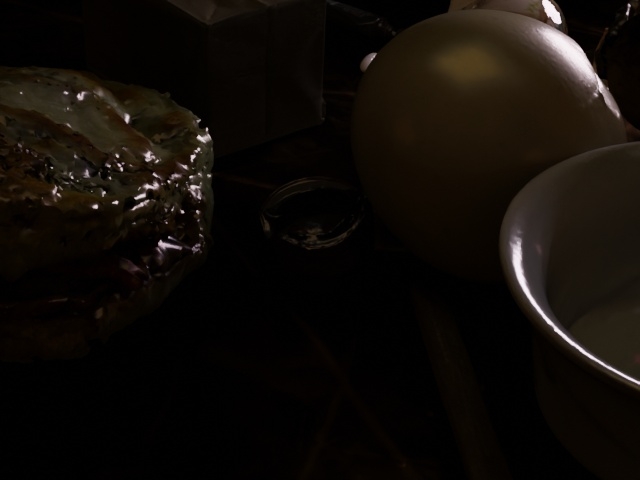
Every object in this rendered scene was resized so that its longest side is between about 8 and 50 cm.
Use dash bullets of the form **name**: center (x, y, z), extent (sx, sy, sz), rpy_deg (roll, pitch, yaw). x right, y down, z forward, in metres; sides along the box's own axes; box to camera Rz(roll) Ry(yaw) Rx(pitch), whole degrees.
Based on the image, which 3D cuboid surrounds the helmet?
- **helmet**: center (0.000, 0.000, 1.368), extent (0.098, 0.070, 0.123), rpy_deg (-14, 24, -5)

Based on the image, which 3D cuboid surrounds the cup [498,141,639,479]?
- **cup**: center (0.291, 0.082, 1.165), extent (0.347, 0.163, 0.347), rpy_deg (3, 34, -2)

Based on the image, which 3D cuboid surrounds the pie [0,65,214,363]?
- **pie**: center (-0.282, -0.054, 1.344), extent (0.395, 0.180, 0.418), rpy_deg (4, 25, 5)

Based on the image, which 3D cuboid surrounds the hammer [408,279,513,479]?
- **hammer**: center (0.111, 0.126, 1.189), extent (0.111, 0.043, 0.365), rpy_deg (18, 25, -16)

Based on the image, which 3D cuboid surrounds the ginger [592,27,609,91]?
- **ginger**: center (0.235, -0.125, 1.582), extent (0.089, 0.075, 0.288), rpy_deg (-2, 27, 43)

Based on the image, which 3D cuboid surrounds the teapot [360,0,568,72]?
- **teapot**: center (0.140, -0.180, 1.556), extent (0.204, 0.139, 0.298), rpy_deg (-30, 11, 33)

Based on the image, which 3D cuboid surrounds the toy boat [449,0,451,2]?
- **toy boat**: center (0.197, -0.345, 1.864), extent (0.129, 0.142, 0.309), rpy_deg (-5, 34, -7)

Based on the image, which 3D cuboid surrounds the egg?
- **egg**: center (0.140, -0.077, 1.333), extent (0.219, 0.269, 0.219), rpy_deg (-12, 59, 21)

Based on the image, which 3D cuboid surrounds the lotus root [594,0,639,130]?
- **lotus root**: center (0.453, -0.163, 1.478), extent (0.398, 0.179, 0.196), rpy_deg (10, 51, 17)

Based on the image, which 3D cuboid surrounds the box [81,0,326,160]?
- **box**: center (-0.117, -0.206, 1.614), extent (0.155, 0.149, 0.231), rpy_deg (-21, 39, -31)

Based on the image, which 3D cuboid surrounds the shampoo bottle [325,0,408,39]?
- **shampoo bottle**: center (0.038, -0.245, 1.800), extent (0.137, 0.027, 0.048), rpy_deg (22, 28, 28)
